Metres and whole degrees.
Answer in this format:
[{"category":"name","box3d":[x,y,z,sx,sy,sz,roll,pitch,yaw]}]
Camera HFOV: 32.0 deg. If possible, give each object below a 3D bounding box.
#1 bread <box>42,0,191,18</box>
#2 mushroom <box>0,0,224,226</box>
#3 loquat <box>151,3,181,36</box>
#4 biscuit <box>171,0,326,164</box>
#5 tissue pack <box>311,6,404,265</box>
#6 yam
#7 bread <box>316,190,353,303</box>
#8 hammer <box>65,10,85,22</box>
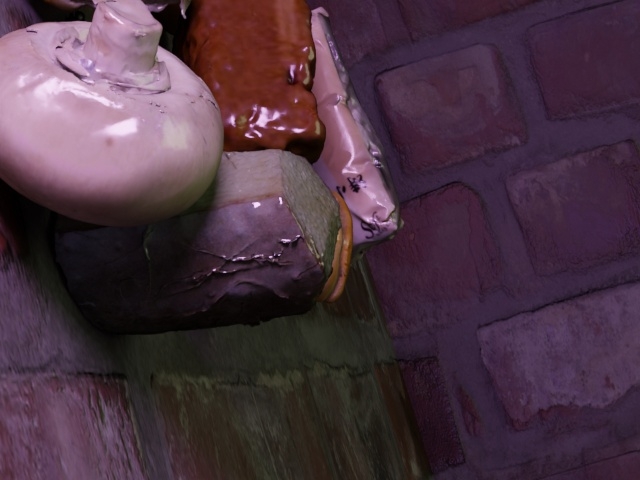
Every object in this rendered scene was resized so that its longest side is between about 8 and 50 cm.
[{"category":"bread","box3d":[-0.260,-0.411,1.251,0.279,0.225,0.250,77,7,-52]},{"category":"mushroom","box3d":[-0.203,-0.128,1.036,0.246,0.246,0.202,-93,-160,-57]},{"category":"loquat","box3d":[-0.151,-0.457,1.710,0.328,0.328,0.328,-18,90,-80]},{"category":"biscuit","box3d":[-0.108,-0.154,1.445,0.395,0.166,0.342,107,-24,-55]},{"category":"tissue pack","box3d":[-0.022,-0.109,1.754,0.375,0.195,0.390,-47,-125,49]},{"category":"yam","box3d":[-0.119,-0.001,1.190,0.202,0.271,0.201,-86,158,-51]},{"category":"bread","box3d":[0.000,0.000,1.486,0.200,0.077,0.116,-102,-153,-65]},{"category":"hammer","box3d":[-0.270,-0.190,1.411,0.078,0.021,0.201,-94,162,-55]}]
